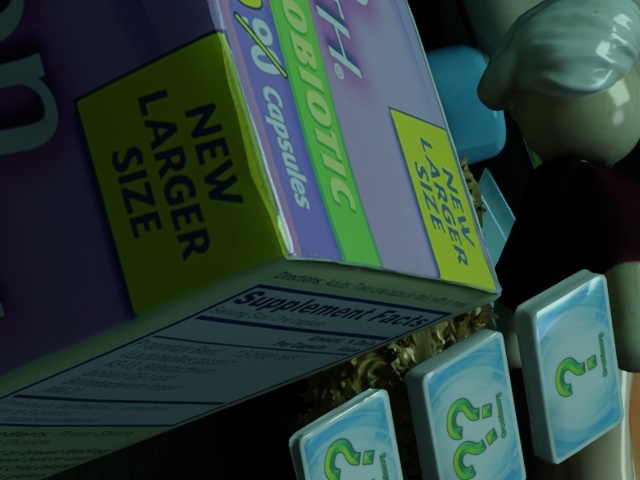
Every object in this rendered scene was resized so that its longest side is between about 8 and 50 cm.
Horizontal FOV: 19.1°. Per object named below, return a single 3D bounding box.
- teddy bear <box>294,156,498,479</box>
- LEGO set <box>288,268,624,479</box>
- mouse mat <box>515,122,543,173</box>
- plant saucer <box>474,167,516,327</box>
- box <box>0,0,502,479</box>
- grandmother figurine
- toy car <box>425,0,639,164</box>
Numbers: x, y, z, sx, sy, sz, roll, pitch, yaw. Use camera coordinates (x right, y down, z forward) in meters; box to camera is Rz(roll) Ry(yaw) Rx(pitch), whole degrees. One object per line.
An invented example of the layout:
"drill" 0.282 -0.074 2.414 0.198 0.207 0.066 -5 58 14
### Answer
"teddy bear" 0.000 0.000 0.891 0.338 0.113 0.245 4 72 -72
"LEGO set" 0.086 0.159 0.825 0.182 0.060 0.244 -26 117 -35
"mouse mat" 0.178 -0.065 1.409 0.152 0.007 0.189 7 63 -63
"plant saucer" 0.092 0.021 1.141 0.067 0.018 0.192 60 26 -14
"box" -0.107 -0.046 0.513 0.117 0.243 0.213 12 59 -62
"grandmother figurine" 0.138 0.038 1.001 0.104 0.208 0.342 1 85 -24
"toy car" 0.133 -0.167 1.228 0.238 0.219 0.210 -148 -140 -78
